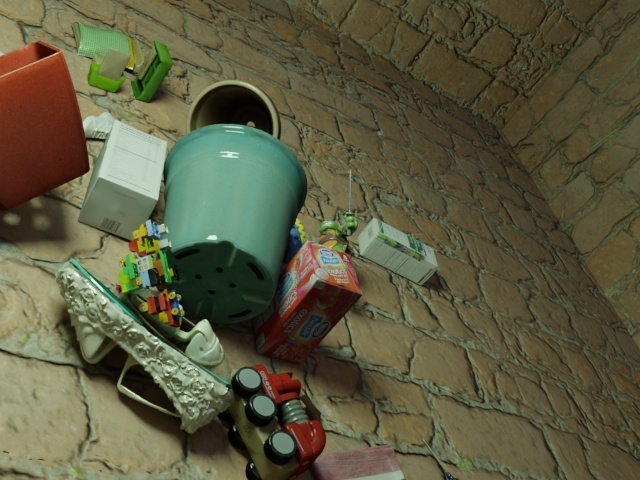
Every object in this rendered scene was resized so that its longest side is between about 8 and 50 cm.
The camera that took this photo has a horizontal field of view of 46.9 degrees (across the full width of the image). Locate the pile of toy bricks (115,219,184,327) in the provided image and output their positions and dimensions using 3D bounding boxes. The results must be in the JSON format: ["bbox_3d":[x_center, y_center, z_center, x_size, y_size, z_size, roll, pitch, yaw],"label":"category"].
[{"bbox_3d":[-0.336,0.066,1.387,0.118,0.105,0.212,47,26,-70],"label":"pile of toy bricks"}]

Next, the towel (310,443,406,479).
[{"bbox_3d":[0.131,0.562,1.468,0.237,0.037,0.329,6,43,-43],"label":"towel"}]

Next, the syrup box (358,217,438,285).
[{"bbox_3d":[0.238,0.035,2.263,0.237,0.096,0.093,26,31,-21],"label":"syrup box"}]

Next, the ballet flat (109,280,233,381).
[{"bbox_3d":[-0.281,0.182,1.451,0.316,0.106,0.107,36,29,-7],"label":"ballet flat"}]

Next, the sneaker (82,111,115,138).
[{"bbox_3d":[-0.551,-0.279,1.840,0.061,0.053,0.152,43,28,0],"label":"sneaker"}]

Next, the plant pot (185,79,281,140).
[{"bbox_3d":[-0.226,-0.324,2.104,0.263,0.263,0.229,39,15,-2],"label":"plant pot"}]

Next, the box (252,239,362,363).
[{"bbox_3d":[-0.036,0.140,1.635,0.123,0.257,0.128,20,35,-29],"label":"box"}]

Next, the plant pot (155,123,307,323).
[{"bbox_3d":[-0.207,-0.020,1.625,0.341,0.341,0.334,27,39,-21],"label":"plant pot"}]

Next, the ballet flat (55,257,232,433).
[{"bbox_3d":[-0.344,0.199,1.335,0.409,0.147,0.147,39,29,0],"label":"ballet flat"}]

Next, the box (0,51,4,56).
[{"bbox_3d":[-0.768,-0.343,1.617,0.103,0.114,0.203,33,28,-13],"label":"box"}]

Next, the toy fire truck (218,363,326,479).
[{"bbox_3d":[-0.060,0.353,1.456,0.246,0.158,0.217,-6,51,-39],"label":"toy fire truck"}]

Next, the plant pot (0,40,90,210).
[{"bbox_3d":[-0.591,-0.215,1.419,0.267,0.267,0.235,32,-32,56],"label":"plant pot"}]

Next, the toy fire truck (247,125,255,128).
[{"bbox_3d":[-0.291,-0.366,2.265,0.192,0.047,0.135,-1,50,-48],"label":"toy fire truck"}]

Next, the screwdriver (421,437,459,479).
[{"bbox_3d":[0.285,0.530,1.716,0.024,0.025,0.170,0,39,-48],"label":"screwdriver"}]

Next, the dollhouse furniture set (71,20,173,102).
[{"bbox_3d":[-0.572,-0.562,2.108,0.198,0.151,0.301,13,38,-39],"label":"dollhouse furniture set"}]

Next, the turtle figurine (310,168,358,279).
[{"bbox_3d":[0.000,0.000,1.946,0.198,0.274,0.266,-4,44,-4],"label":"turtle figurine"}]

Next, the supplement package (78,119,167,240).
[{"bbox_3d":[-0.444,-0.139,1.678,0.139,0.134,0.244,23,33,-21],"label":"supplement package"}]

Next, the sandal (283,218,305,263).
[{"bbox_3d":[-0.159,-0.055,1.921,0.138,0.126,0.317,-1,39,-46],"label":"sandal"}]
